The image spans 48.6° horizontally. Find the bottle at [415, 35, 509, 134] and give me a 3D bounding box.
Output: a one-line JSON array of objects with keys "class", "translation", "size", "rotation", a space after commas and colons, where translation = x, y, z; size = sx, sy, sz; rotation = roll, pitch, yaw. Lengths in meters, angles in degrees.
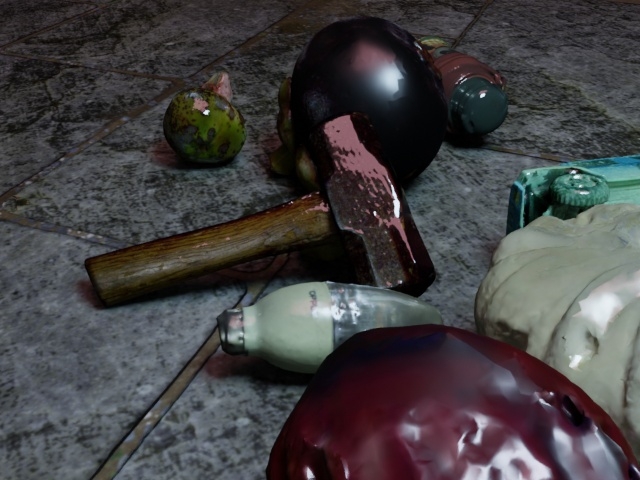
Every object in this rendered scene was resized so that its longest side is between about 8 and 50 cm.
[{"class": "bottle", "translation": [0.243, -0.268, 1.271], "size": [0.156, 0.143, 0.271], "rotation": [-32, 35, -1]}]

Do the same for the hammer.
[{"class": "hammer", "translation": [-0.089, 0.000, 0.861], "size": [0.408, 0.095, 0.243], "rotation": [-15, 69, -1]}]

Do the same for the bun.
[{"class": "bun", "translation": [0.311, 0.081, 0.640], "size": [0.359, 0.211, 0.360], "rotation": [-9, 32, 5]}]

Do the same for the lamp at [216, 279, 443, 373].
[{"class": "lamp", "translation": [0.014, 0.092, 0.762], "size": [0.250, 0.101, 0.101], "rotation": [-3, 33, -9]}]

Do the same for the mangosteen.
[{"class": "mangosteen", "translation": [0.044, -0.188, 1.087], "size": [0.302, 0.275, 0.275], "rotation": [-30, 26, 22]}]

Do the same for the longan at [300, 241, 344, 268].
[{"class": "longan", "translation": [0.000, 0.000, 0.941], "size": [0.075, 0.075, 0.083], "rotation": [16, 79, 24]}]

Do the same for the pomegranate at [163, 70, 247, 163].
[{"class": "pomegranate", "translation": [-0.179, -0.202, 1.157], "size": [0.138, 0.163, 0.125], "rotation": [29, -3, -33]}]

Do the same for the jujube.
[{"class": "jujube", "translation": [0.100, 0.222, 0.444], "size": [0.258, 0.258, 0.377], "rotation": [-8, 48, -11]}]

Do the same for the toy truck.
[{"class": "toy truck", "translation": [0.374, -0.028, 0.900], "size": [0.278, 0.155, 0.156], "rotation": [-7, 25, -9]}]
